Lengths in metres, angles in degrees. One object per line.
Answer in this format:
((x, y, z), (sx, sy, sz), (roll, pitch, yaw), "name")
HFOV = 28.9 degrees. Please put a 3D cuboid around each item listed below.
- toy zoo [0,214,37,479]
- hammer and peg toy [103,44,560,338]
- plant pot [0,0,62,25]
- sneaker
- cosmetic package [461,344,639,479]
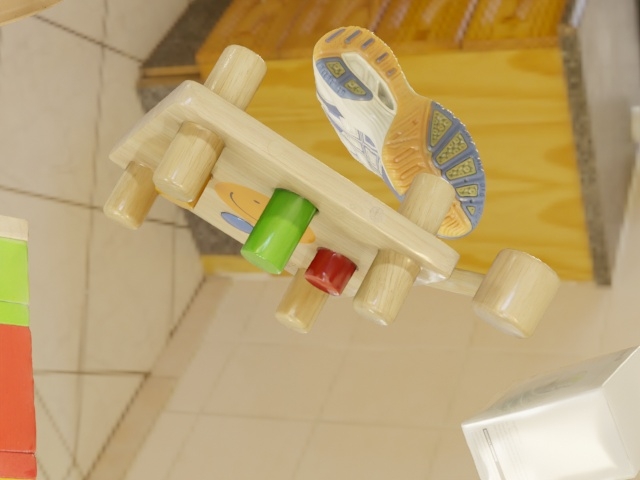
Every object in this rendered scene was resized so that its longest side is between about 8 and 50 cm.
((-0.209, 0.157, 0.709), (0.030, 0.192, 0.293), (10, 56, -32), "toy zoo")
((0.000, 0.000, 1.049), (0.361, 0.266, 0.127), (33, 74, -16), "hammer and peg toy")
((-0.303, -0.245, 0.959), (0.237, 0.237, 0.110), (-55, 146, -53), "plant pot")
((0.095, -0.119, 1.491), (0.296, 0.112, 0.131), (58, -15, 17), "sneaker")
((0.360, 0.266, 1.798), (0.224, 0.224, 0.138), (-22, 92, -60), "cosmetic package")
